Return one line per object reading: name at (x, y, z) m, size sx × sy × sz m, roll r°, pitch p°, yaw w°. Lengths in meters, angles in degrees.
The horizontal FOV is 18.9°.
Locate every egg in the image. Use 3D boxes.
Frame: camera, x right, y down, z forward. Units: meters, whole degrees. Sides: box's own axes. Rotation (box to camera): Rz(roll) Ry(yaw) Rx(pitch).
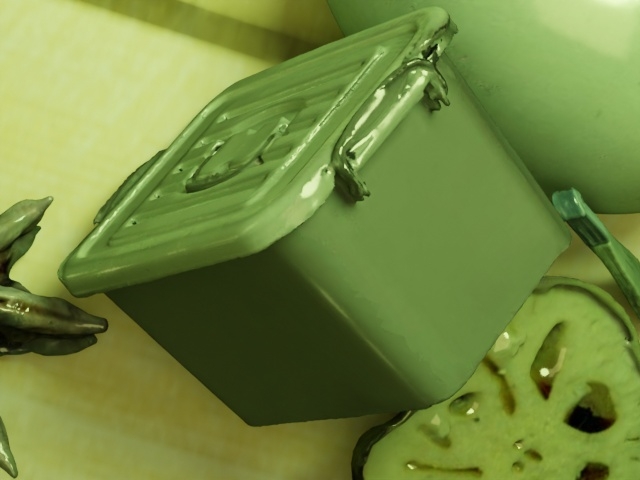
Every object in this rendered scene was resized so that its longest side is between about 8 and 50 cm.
egg at (0.119, -0.119, 0.996) m, size 0.264 × 0.183 × 0.183 m, roll 29°, pitch 87°, yaw -9°

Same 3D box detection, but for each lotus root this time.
lotus root at (0.090, 0.109, 1.044) m, size 0.183 × 0.078 × 0.203 m, roll -31°, pitch 119°, yaw -19°

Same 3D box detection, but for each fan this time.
fan at (0.154, 0.008, 1.018) m, size 0.016 × 0.193 × 0.038 m, roll -18°, pitch 66°, yaw 17°

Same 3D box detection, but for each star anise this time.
star anise at (-0.215, 0.038, 1.003) m, size 0.204 × 0.061 × 0.181 m, roll -3°, pitch 80°, yaw -15°

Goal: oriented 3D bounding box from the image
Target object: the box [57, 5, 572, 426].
box at (0.000, 0.000, 0.955) m, size 0.135 × 0.243 × 0.163 m, roll 49°, pitch 60°, yaw -18°
